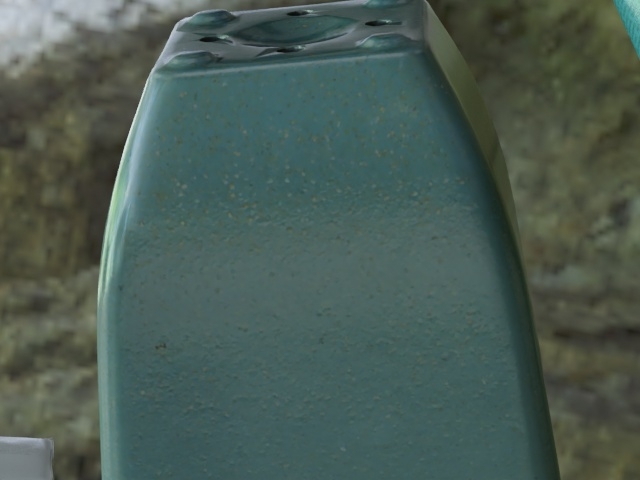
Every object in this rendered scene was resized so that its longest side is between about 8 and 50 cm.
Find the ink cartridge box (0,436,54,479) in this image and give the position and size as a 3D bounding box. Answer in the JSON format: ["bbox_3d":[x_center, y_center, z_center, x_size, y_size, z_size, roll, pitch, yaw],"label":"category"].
[{"bbox_3d":[-0.405,0.321,1.779,0.309,0.272,0.130,3,-168,-8],"label":"ink cartridge box"}]

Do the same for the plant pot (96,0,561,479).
[{"bbox_3d":[0.000,0.000,1.095,0.247,0.252,0.248,-4,-161,4],"label":"plant pot"}]

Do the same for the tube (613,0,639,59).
[{"bbox_3d":[0.145,-0.072,0.737,0.052,0.207,0.080,-13,150,-5],"label":"tube"}]
